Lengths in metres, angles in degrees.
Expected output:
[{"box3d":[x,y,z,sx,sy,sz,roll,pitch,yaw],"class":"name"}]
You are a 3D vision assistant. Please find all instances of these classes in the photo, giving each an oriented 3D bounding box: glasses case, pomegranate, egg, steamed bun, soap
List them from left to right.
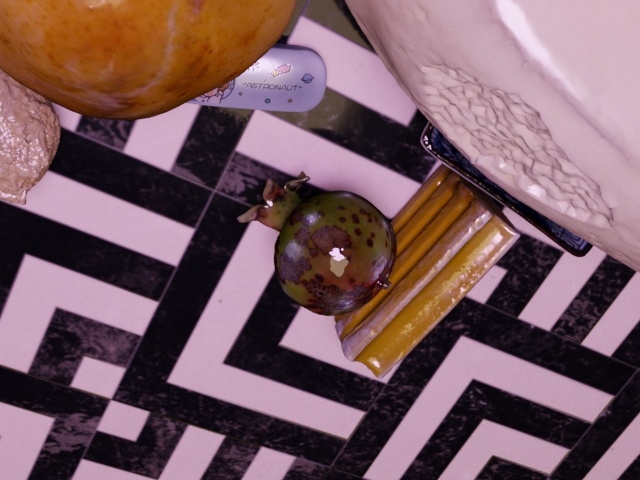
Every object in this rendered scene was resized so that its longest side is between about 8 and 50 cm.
[{"box3d":[-0.321,-0.109,0.734,0.116,0.118,0.140,-18,129,-17],"class":"egg"},{"box3d":[-0.156,-0.233,0.592,0.307,0.307,0.307,-3,118,-6],"class":"pomegranate"},{"box3d":[-0.082,-0.175,0.772,0.178,0.045,0.067,3,116,-9],"class":"glasses case"},{"box3d":[0.005,-0.003,0.796,0.148,0.148,0.169,-37,86,12],"class":"pomegranate"},{"box3d":[0.110,0.033,0.853,0.073,0.140,0.232,34,108,-22],"class":"soap"},{"box3d":[0.251,-0.205,0.617,0.456,0.290,0.371,42,82,-14],"class":"steamed bun"}]

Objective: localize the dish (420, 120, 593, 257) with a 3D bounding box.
[{"box3d":[0.234,-0.117,0.812,0.243,0.080,0.182,33,89,-18],"class":"dish"}]
